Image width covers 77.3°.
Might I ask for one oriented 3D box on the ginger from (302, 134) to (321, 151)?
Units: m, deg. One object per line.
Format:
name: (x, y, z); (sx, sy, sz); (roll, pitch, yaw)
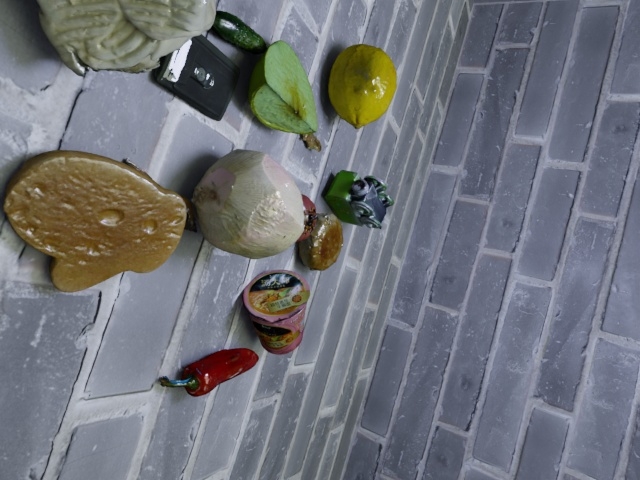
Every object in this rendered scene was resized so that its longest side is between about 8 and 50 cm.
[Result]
ginger: (-0.041, -0.385, 1.503); (0.057, 0.044, 0.137); (-40, 139, -3)

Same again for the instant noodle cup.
instant noodle cup: (-0.148, 0.273, 1.441); (0.244, 0.244, 0.255); (-49, 148, -41)

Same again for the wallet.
wallet: (-0.298, -0.421, 1.013); (0.245, 0.052, 0.168); (20, 88, -64)

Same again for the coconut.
coconut: (-0.197, -0.100, 1.081); (0.254, 0.297, 0.297); (44, 64, -57)

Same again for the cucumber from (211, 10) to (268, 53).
cucumber: (-0.213, -0.555, 1.084); (0.227, 0.069, 0.069); (-8, 109, -63)

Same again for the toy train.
toy train: (0.167, -0.177, 1.753); (0.173, 0.249, 0.307); (-64, 149, -15)

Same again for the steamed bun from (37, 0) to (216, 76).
steamed bun: (-0.339, -0.486, 0.688); (0.347, 0.394, 0.237); (32, 29, -22)

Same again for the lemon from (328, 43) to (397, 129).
lemon: (0.157, -0.593, 1.543); (0.268, 0.268, 0.321); (31, 75, -61)

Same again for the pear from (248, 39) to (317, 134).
pear: (-0.127, -0.476, 1.217); (0.288, 0.139, 0.239); (28, 63, -57)

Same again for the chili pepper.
chili pepper: (-0.327, 0.412, 1.274); (0.388, 0.110, 0.110); (-3, 105, -60)

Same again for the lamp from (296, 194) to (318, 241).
lamp: (-0.081, -0.079, 1.465); (0.182, 0.140, 0.182); (-33, 132, -46)

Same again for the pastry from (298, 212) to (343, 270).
pastry: (-0.003, 0.005, 1.672); (0.236, 0.121, 0.256); (1, 104, -57)

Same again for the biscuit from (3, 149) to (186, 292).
biscuit: (-0.460, -0.026, 0.835); (0.344, 0.057, 0.287); (23, 94, -48)

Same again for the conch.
conch: (-0.384, -0.093, 0.969); (0.080, 0.086, 0.233); (-49, 142, 1)
